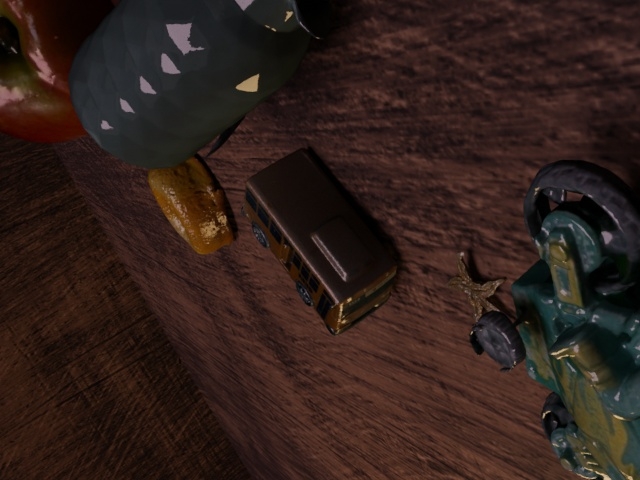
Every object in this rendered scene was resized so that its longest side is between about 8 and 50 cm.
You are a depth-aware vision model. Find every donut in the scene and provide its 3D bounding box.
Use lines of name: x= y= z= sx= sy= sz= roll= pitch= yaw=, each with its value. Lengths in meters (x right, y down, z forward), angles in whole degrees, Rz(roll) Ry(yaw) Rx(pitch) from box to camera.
donut: x=-0.215 y=-0.059 z=1.227 sx=0.174 sy=0.074 sz=0.190 roll=44 pitch=157 yaw=30

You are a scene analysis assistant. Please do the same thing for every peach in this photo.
peach: x=-0.300 y=-0.240 z=0.923 sx=0.245 sy=0.275 sz=0.249 roll=23 pitch=113 yaw=8

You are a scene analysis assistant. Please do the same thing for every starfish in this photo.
starfish: x=0.135 y=0.042 z=0.675 sx=0.086 sy=0.016 sz=0.092 roll=25 pitch=149 yaw=52

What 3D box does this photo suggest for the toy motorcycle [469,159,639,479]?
toy motorcycle: x=0.201 y=0.089 z=0.468 sx=0.198 sy=0.109 sz=0.297 roll=28 pitch=147 yaw=48

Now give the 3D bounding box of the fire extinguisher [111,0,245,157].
fire extinguisher: x=-0.157 y=-0.224 z=0.806 sx=0.269 sy=0.104 sz=0.105 roll=59 pitch=159 yaw=-8

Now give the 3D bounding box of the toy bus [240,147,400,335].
toy bus: x=0.000 y=0.000 z=0.811 sx=0.182 sy=0.091 sz=0.103 roll=53 pitch=160 yaw=15

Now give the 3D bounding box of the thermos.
thermos: x=-0.090 y=-0.188 z=0.630 sx=0.286 sy=0.145 sz=0.182 roll=-27 pitch=68 yaw=45
